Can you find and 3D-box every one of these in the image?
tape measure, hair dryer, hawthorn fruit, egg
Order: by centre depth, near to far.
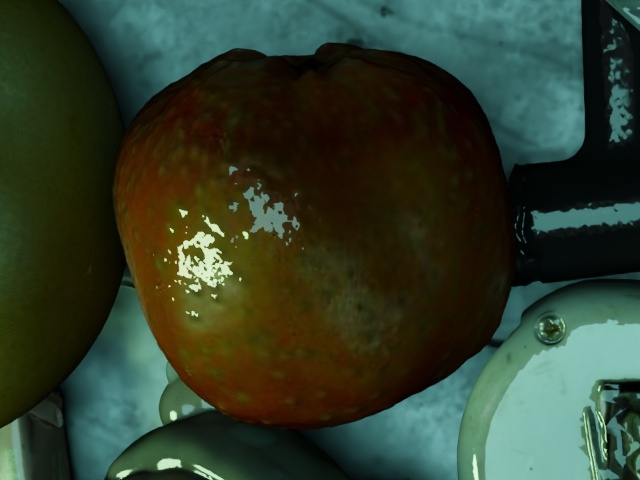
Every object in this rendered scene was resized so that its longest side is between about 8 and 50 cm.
[{"bbox_3d":[0.000,0.000,1.259,0.275,0.275,0.299,-4,125,12],"label":"hawthorn fruit"},{"bbox_3d":[-0.273,-0.031,1.303,0.282,0.282,0.351,-1,86,11],"label":"egg"},{"bbox_3d":[0.218,0.159,1.307,0.258,0.130,0.265,-7,94,14],"label":"tape measure"},{"bbox_3d":[0.219,-0.101,1.307,0.197,0.089,0.251,-6,88,12],"label":"hair dryer"}]

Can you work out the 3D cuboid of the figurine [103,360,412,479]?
[{"bbox_3d":[-0.102,0.276,1.318,0.248,0.203,0.380,37,79,10],"label":"figurine"}]

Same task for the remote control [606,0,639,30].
[{"bbox_3d":[0.323,-0.258,1.256,0.109,0.055,0.313,43,89,4],"label":"remote control"}]

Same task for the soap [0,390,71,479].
[{"bbox_3d":[-0.272,0.247,1.428,0.218,0.098,0.273,-6,92,18],"label":"soap"}]
